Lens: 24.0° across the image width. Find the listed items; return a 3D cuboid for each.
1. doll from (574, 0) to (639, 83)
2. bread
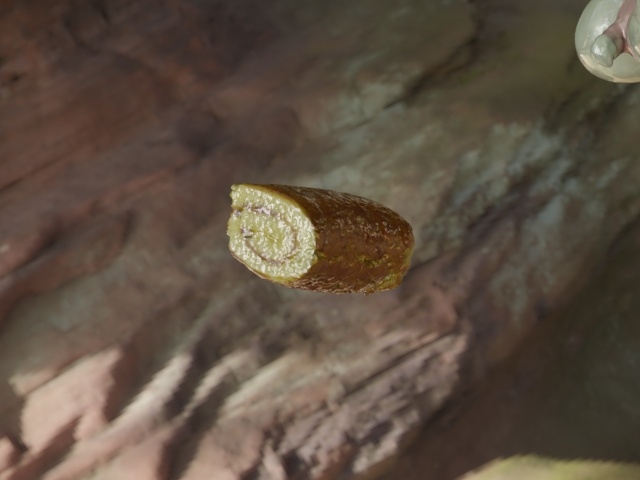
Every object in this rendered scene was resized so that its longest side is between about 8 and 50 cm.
[{"bbox_3d":[0.311,-0.199,1.411,0.155,0.113,0.275,-18,-2,-4],"label":"doll"},{"bbox_3d":[0.000,0.000,1.540,0.132,0.103,0.172,22,9,38],"label":"bread"}]
